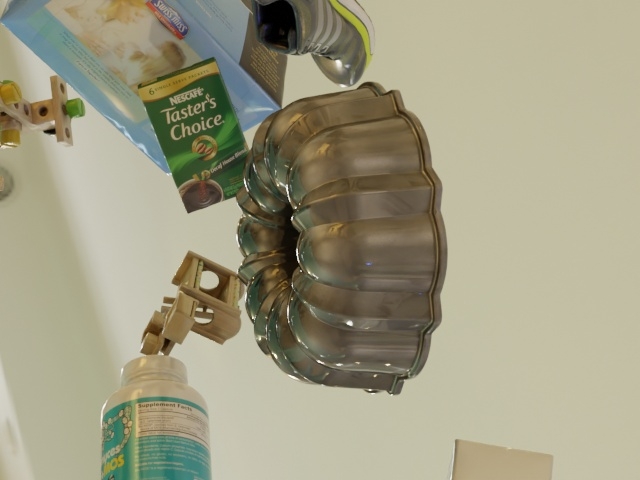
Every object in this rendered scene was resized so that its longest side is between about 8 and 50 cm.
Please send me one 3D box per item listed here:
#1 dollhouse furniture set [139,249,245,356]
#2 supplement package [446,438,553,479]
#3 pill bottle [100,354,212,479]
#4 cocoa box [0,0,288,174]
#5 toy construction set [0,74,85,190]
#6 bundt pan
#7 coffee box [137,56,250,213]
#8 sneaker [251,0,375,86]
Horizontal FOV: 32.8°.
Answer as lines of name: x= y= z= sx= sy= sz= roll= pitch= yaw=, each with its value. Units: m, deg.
dollhouse furniture set: x=-0.179 y=0.136 z=1.495 sx=0.161 sy=0.101 sz=0.182 roll=-59 pitch=-166 yaw=22
supplement package: x=0.177 y=0.314 z=1.136 sx=0.105 sy=0.105 sz=0.179 roll=87 pitch=13 yaw=-61
pill bottle: x=-0.217 y=0.286 z=1.435 sx=0.146 sy=0.146 sz=0.264 roll=114 pitch=-25 yaw=-47
cocoa box: x=-0.235 y=-0.312 z=1.558 sx=0.231 sy=0.347 sz=0.228 roll=-26 pitch=-141 yaw=26
toy construction set: x=-0.535 y=-0.193 z=1.845 sx=0.257 sy=0.237 sz=0.309 roll=80 pitch=6 yaw=-53
bundt pan: x=0.000 y=0.000 z=1.117 sx=0.331 sy=0.124 sz=0.331 roll=178 pitch=-90 yaw=-68
coffee box: x=-0.159 y=-0.138 z=1.442 sx=0.040 sy=0.113 sz=0.184 roll=-110 pitch=-178 yaw=-71
sneaker: x=-0.024 y=-0.269 z=1.338 sx=0.111 sy=0.121 sz=0.300 roll=19 pitch=-17 yaw=29
